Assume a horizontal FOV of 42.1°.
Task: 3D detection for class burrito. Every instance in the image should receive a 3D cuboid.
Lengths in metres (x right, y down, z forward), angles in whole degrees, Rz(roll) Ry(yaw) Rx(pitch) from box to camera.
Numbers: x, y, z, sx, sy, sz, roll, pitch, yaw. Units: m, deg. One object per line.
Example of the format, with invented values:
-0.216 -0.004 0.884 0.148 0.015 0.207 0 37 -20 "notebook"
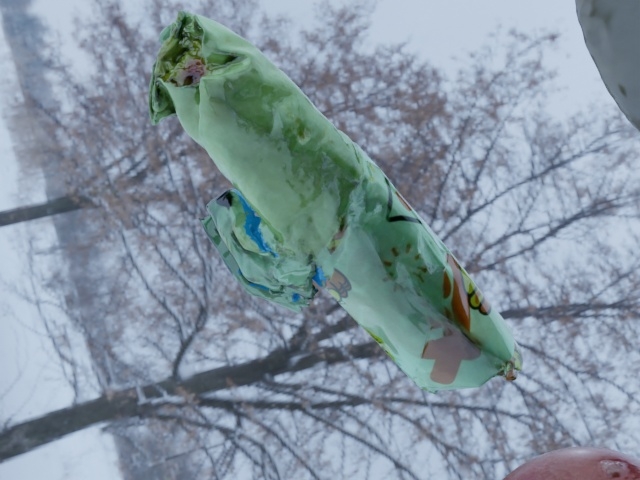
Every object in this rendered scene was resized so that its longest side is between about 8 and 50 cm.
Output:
0.000 0.000 0.473 0.288 0.104 0.054 47 11 -19 "burrito"

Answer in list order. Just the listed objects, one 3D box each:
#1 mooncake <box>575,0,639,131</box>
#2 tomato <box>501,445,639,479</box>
0.382 -0.232 0.788 0.156 0.284 0.284 -8 -83 53 "mooncake"
0.197 0.238 0.627 0.167 0.167 0.167 165 -90 -73 "tomato"
